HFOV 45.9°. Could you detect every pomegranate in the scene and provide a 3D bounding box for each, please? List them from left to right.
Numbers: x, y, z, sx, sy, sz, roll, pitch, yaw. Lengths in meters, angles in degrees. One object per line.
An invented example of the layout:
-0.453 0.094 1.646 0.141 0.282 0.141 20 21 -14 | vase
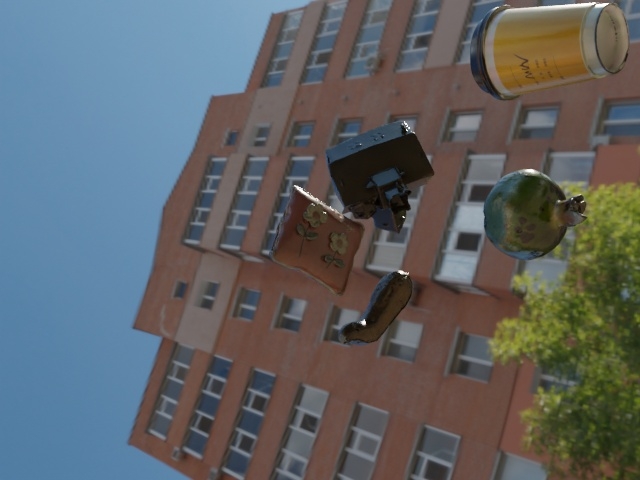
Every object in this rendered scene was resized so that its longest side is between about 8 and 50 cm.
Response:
0.285 -0.034 0.986 0.122 0.162 0.122 0 -91 -39 | pomegranate

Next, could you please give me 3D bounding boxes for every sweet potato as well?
0.108 0.143 1.479 0.233 0.062 0.081 -44 -58 -38 | sweet potato

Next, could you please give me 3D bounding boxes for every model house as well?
0.144 -0.110 1.668 0.212 0.243 0.204 -21 -59 -2 | model house

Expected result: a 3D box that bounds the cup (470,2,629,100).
0.447 -0.382 1.494 0.197 0.280 0.196 -3 -85 -42 | cup

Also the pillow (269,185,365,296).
0.000 0.000 1.447 0.179 0.075 0.171 30 -118 -24 | pillow
